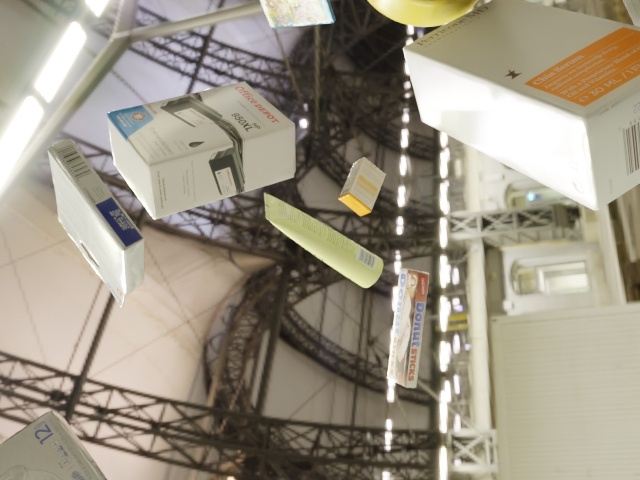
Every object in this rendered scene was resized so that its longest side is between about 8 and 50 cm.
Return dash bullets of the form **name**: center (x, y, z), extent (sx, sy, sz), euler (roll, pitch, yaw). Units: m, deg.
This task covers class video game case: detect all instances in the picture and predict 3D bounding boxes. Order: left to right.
- **video game case**: center (-0.059, -0.533, 1.646), extent (0.015, 0.166, 0.119), euler (-63, -36, -37)

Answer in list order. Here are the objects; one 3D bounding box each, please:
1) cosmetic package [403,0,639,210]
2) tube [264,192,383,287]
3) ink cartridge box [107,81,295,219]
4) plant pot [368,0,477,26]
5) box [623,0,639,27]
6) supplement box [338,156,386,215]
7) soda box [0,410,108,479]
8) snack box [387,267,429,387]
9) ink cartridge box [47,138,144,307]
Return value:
- **cosmetic package**: center (0.357, -0.245, 1.188), extent (0.453, 0.230, 0.161), euler (42, 160, 53)
- **tube**: center (0.000, 0.000, 1.272), extent (0.240, 0.070, 0.062), euler (33, -110, -23)
- **ink cartridge box**: center (-0.298, -0.242, 1.878), extent (0.285, 0.395, 0.166), euler (46, 145, 40)
- **plant pot**: center (0.192, -0.537, 1.264), extent (0.239, 0.254, 0.253), euler (108, 160, -76)
- **box**: center (0.565, -0.405, 1.048), extent (0.058, 0.322, 0.232), euler (-40, -69, -18)
- **supplement box**: center (0.083, -0.107, 1.465), extent (0.062, 0.036, 0.098), euler (37, -121, -22)
- **soda box**: center (-0.250, 0.329, 0.812), extent (0.286, 0.091, 0.098), euler (53, 160, 4)
- **snack box**: center (0.136, 0.134, 1.150), extent (0.064, 0.022, 0.178), euler (-172, 89, -69)
- **ink cartridge box**: center (-0.372, -0.023, 1.235), extent (0.223, 0.045, 0.224), euler (50, 151, 14)
